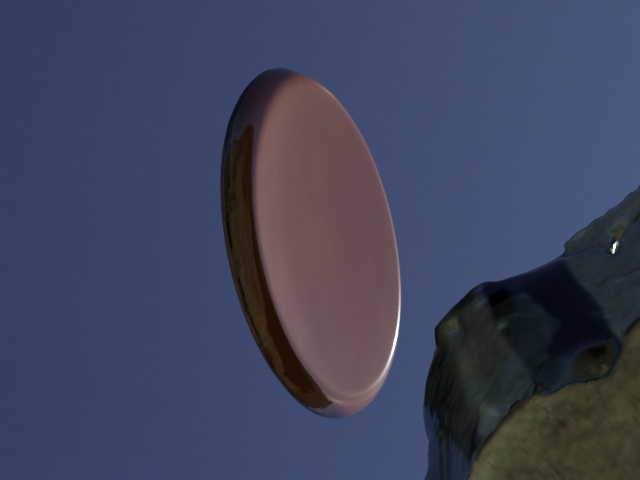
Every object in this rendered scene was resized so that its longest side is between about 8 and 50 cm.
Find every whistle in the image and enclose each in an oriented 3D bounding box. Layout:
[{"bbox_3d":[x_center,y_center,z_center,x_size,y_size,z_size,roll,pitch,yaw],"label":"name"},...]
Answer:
[{"bbox_3d":[0.186,0.067,1.194,0.188,0.168,0.405,15,-72,-11],"label":"whistle"}]

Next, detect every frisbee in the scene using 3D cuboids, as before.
[{"bbox_3d":[0.000,0.000,1.344,0.021,0.251,0.251,-11,-64,25],"label":"frisbee"}]
